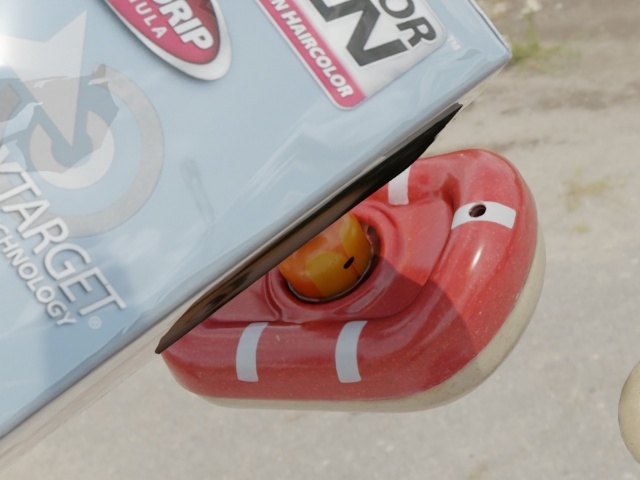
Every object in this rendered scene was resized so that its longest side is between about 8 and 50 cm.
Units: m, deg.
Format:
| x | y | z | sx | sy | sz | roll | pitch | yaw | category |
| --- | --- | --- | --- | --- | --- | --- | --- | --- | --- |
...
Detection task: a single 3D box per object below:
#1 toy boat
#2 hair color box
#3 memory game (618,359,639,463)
| x | y | z | sx | sy | sz | roll | pitch | yaw | category |
| --- | --- | --- | --- | --- | --- | --- | --- | --- | --- |
| 0.000 | 0.000 | 0.682 | 0.231 | 0.151 | 0.151 | -4 | 51 | 29 | toy boat |
| -0.129 | 0.023 | 0.446 | 0.374 | 0.113 | 0.185 | -38 | -2 | -10 | hair color box |
| 0.139 | 0.038 | 0.239 | 0.186 | 0.012 | 0.186 | -23 | 50 | 30 | memory game |
